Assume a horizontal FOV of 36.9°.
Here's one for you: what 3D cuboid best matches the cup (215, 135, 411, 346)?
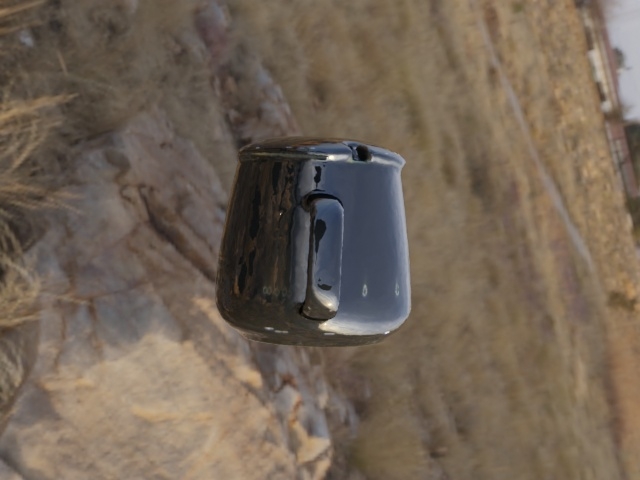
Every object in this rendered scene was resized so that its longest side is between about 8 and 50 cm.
[{"bbox_3d":[0.000,0.000,0.802,0.223,0.169,0.176,-173,-92,-85],"label":"cup"}]
